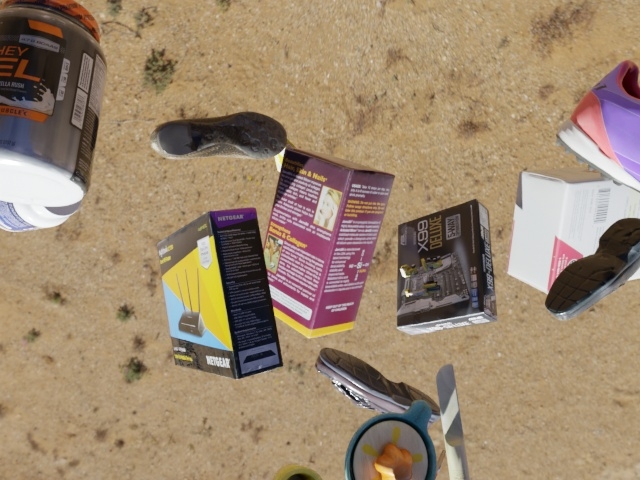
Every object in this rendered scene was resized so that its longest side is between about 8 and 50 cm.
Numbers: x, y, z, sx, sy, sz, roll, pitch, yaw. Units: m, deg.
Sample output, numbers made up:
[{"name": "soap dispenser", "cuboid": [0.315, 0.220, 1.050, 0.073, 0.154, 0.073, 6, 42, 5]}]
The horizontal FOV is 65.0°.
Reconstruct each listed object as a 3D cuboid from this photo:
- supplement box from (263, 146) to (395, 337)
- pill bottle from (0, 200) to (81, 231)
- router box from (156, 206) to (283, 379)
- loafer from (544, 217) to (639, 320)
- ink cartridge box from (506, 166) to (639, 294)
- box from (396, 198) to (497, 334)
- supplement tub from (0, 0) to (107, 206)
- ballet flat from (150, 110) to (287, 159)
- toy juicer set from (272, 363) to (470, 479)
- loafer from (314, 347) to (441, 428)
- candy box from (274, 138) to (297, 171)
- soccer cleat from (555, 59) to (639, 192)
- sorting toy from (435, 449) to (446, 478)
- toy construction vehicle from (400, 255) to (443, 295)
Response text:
[{"name": "supplement box", "cuboid": [0.000, 0.000, 0.571, 0.104, 0.081, 0.188, 25, 107, 39]}, {"name": "pill bottle", "cuboid": [-0.468, -0.066, 0.826, 0.169, 0.094, 0.094, -4, 126, 37]}, {"name": "router box", "cuboid": [-0.102, 0.052, 0.468, 0.046, 0.133, 0.179, -8, 175, -32]}, {"name": "loafer", "cuboid": [0.355, 0.047, 0.629, 0.170, 0.062, 0.061, -39, 117, -6]}, {"name": "ink cartridge box", "cuboid": [0.691, -0.040, 1.276, 0.385, 0.160, 0.279, -6, 107, -20]}, {"name": "box", "cuboid": [0.315, 0.072, 1.289, 0.242, 0.307, 0.076, -18, 145, 40]}, {"name": "supplement tub", "cuboid": [-0.278, -0.139, 0.494, 0.117, 0.190, 0.117, -1, 163, 0]}, {"name": "ballet flat", "cuboid": [-0.168, -0.173, 0.856, 0.058, 0.250, 0.084, 1, 102, 52]}, {"name": "toy juicer set", "cuboid": [0.112, 0.338, 0.689, 0.329, 0.089, 0.209, -25, 87, -19]}, {"name": "loafer", "cuboid": [0.111, 0.328, 1.048, 0.302, 0.109, 0.095, 29, 102, -14]}, {"name": "candy box", "cuboid": [-0.086, -0.213, 1.369, 0.105, 0.027, 0.206, 43, 167, 15]}, {"name": "soccer cleat", "cuboid": [0.393, -0.072, 0.513, 0.109, 0.318, 0.116, 2, 128, -36]}, {"name": "sorting toy", "cuboid": [0.205, 0.424, 0.904, 0.012, 0.083, 0.062, 25, 142, 19]}, {"name": "toy construction vehicle", "cuboid": [0.235, 0.086, 1.153, 0.098, 0.035, 0.086, -10, 110, 22]}]
